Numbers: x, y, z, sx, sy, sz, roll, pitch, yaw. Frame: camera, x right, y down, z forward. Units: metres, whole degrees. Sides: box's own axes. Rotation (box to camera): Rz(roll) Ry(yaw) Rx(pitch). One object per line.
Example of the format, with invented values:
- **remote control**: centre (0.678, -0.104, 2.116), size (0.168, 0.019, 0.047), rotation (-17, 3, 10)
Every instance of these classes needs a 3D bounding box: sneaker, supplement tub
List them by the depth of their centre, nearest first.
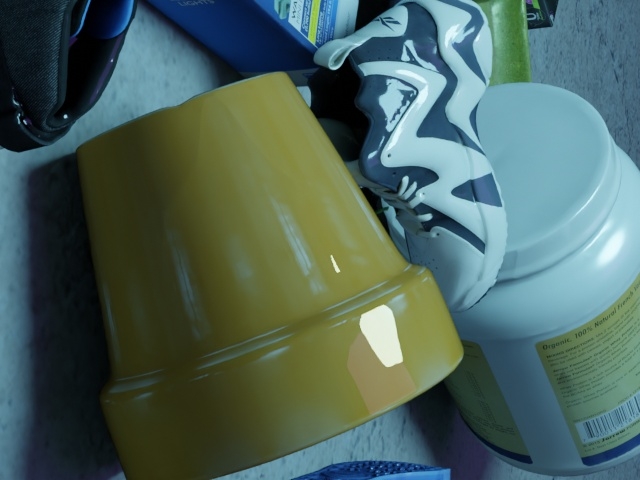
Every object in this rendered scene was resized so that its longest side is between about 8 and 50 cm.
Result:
- **sneaker**: centre (-0.141, -0.147, 0.654), size (0.079, 0.121, 0.217), rotation (2, 87, -66)
- **sneaker**: centre (0.044, -0.043, 0.947), size (0.153, 0.094, 0.235), rotation (-20, 124, -31)
- **sneaker**: centre (0.029, 0.220, 1.049), size (0.232, 0.081, 0.091), rotation (2, 89, -58)
- **supplement tub**: centre (0.192, 0.039, 1.224), size (0.316, 0.228, 0.228), rotation (62, 36, -44)

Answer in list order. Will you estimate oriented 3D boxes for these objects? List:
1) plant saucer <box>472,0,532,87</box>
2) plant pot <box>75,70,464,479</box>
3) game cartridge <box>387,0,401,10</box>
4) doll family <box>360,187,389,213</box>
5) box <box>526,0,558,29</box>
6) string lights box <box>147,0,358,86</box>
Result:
- **plant saucer**: centre (0.164, -0.170, 1.390), size (0.188, 0.045, 0.188), rotation (-26, 112, -63)
- **plant pot**: centre (-0.047, 0.014, 0.786), size (0.205, 0.205, 0.188), rotation (-27, 97, -62)
- **game cartridge**: centre (0.111, -0.276, 1.168), size (0.230, 0.068, 0.355), rotation (108, 1, -53)
- **doll family**: centre (0.000, 0.000, 1.009), size (0.111, 0.076, 0.193), rotation (52, 48, -58)
- **box**: centre (0.232, -0.283, 1.535), size (0.062, 0.052, 0.083), rotation (60, 38, -43)
- **string lights box**: centre (-0.060, -0.204, 0.880), size (0.259, 0.076, 0.133), rotation (32, 62, -61)
